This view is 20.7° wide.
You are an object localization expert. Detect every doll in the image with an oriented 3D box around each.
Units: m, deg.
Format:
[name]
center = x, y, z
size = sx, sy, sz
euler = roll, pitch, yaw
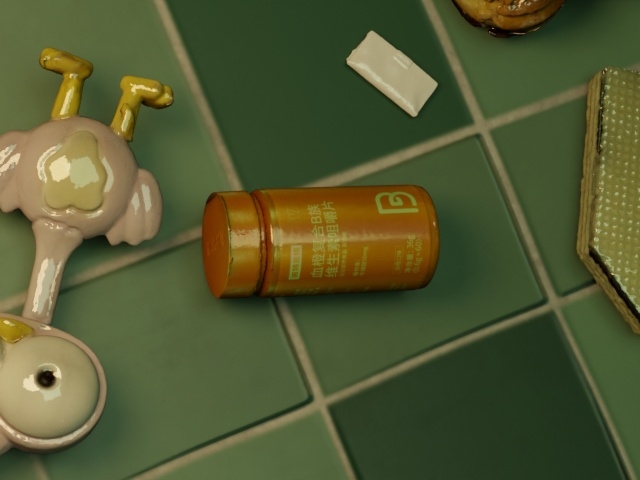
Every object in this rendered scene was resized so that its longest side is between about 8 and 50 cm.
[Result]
[doll]
center = -0.228, 0.027, 1.447
size = 0.160, 0.094, 0.365
euler = 19, 73, -10

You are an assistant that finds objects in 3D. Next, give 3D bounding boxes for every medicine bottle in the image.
[medicine bottle]
center = 0.000, 0.000, 1.522
size = 0.192, 0.096, 0.096
euler = -1, 79, -18

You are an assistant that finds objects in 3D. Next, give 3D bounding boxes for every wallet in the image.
[wallet]
center = 0.066, -0.155, 1.621
size = 0.083, 0.011, 0.044
euler = 39, 70, -6

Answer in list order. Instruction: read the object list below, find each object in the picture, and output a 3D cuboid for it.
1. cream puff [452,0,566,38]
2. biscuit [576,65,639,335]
[cream puff]
center = 0.172, -0.256, 1.631
size = 0.133, 0.104, 0.119
euler = 29, 78, -9
[biscuit]
center = 0.319, -0.030, 1.653
size = 0.150, 0.052, 0.252
euler = 9, 74, -12
